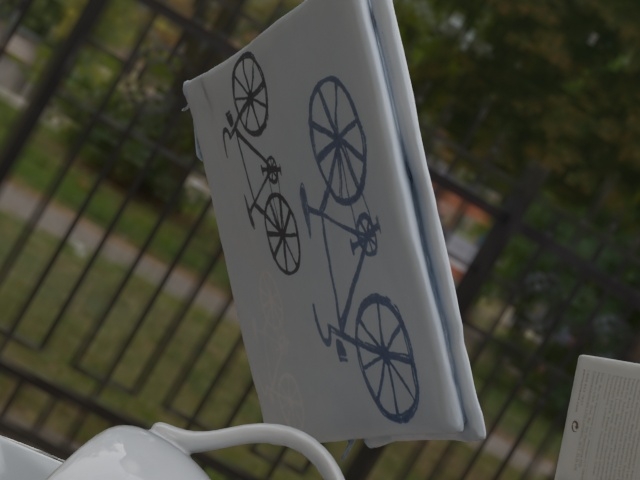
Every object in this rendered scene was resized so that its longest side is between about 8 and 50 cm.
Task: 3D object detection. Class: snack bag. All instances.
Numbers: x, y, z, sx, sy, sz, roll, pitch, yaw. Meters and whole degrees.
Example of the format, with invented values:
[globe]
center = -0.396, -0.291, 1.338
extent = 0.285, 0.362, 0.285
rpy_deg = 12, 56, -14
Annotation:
[snack bag]
center = 0.000, 0.000, 1.338
extent = 0.037, 0.323, 0.342
rpy_deg = -12, -4, -25

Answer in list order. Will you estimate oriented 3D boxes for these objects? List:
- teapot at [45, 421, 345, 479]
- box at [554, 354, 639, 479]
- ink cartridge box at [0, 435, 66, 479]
[teapot]
center = -0.124, 0.253, 1.171
extent = 0.187, 0.256, 0.252
rpy_deg = 37, 36, 7
[box]
center = 0.244, 0.130, 1.078
extent = 0.130, 0.091, 0.170
rpy_deg = 14, -3, -30
[ink cartridge box]
center = -0.276, 0.264, 1.484
extent = 0.072, 0.175, 0.127
rpy_deg = 25, 42, -13
